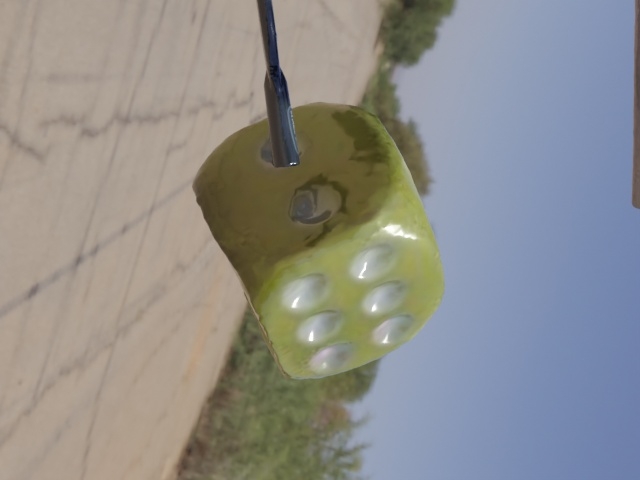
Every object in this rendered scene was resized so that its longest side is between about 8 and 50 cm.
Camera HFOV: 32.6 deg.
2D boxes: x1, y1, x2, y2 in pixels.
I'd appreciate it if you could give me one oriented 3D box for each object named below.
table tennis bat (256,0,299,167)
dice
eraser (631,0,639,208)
[{"bbox_3d":[-0.050,-0.188,1.074,0.150,0.027,0.236,170,-89,-88],"label":"table tennis bat"},{"bbox_3d":[0.000,0.000,1.272,0.238,0.227,0.233,72,-6,-50],"label":"dice"},{"bbox_3d":[0.496,-0.228,1.311,0.272,0.122,0.359,-30,127,-30],"label":"eraser"}]
